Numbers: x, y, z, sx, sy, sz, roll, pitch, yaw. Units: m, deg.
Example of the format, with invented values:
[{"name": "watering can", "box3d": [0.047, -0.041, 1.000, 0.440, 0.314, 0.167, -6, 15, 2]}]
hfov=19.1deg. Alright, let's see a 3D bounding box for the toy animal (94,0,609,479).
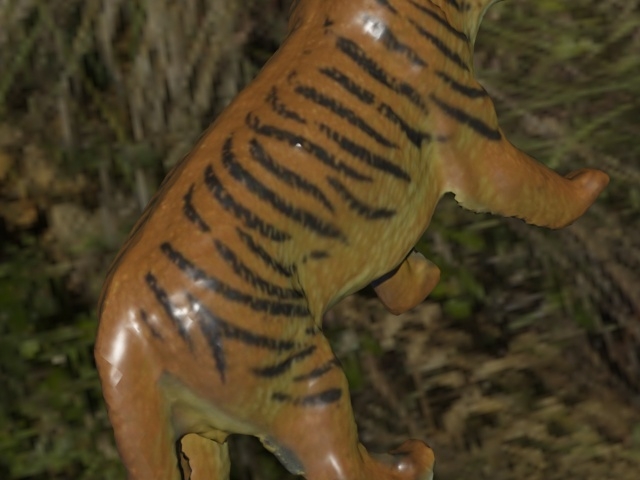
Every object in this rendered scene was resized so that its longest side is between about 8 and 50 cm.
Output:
[{"name": "toy animal", "box3d": [0.000, 0.000, 0.467, 0.057, 0.241, 0.099, -4, 133, 50]}]
